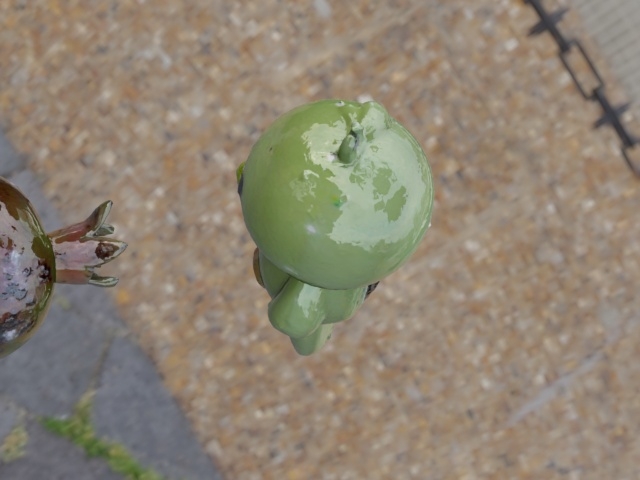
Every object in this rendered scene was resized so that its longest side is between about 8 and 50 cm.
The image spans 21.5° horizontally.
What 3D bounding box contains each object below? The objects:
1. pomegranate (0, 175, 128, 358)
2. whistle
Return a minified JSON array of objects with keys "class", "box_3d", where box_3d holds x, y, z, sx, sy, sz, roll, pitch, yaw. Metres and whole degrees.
[{"class":"pomegranate","box_3d":[-0.206,0.020,1.072,0.159,0.129,0.129,7,62,-3]},{"class":"whistle","box_3d":[-0.009,-0.006,1.209,0.141,0.294,0.141,7,65,-16]}]
